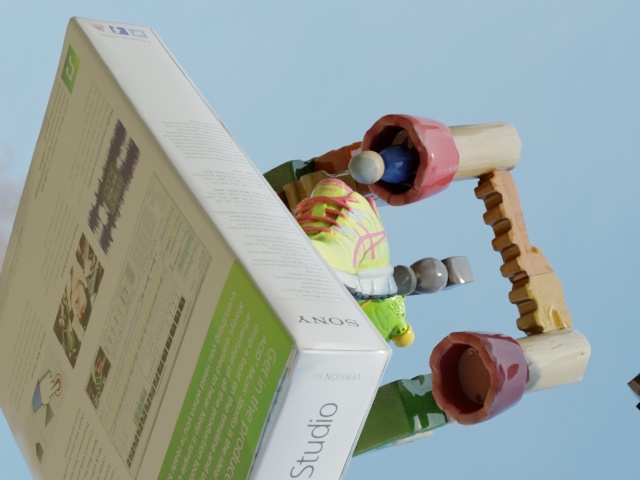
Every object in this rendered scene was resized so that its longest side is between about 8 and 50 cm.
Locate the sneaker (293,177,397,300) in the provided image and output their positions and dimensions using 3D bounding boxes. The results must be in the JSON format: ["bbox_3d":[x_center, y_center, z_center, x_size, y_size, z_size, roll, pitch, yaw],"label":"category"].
[{"bbox_3d":[0.000,0.000,1.459,0.081,0.208,0.094,-3,-91,15],"label":"sneaker"}]

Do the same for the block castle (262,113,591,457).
[{"bbox_3d":[0.017,0.072,1.925,0.453,0.213,0.303,-26,-104,47],"label":"block castle"}]

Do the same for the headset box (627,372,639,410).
[{"bbox_3d":[0.362,0.151,2.009,0.083,0.032,0.062,-39,-134,-2],"label":"headset box"}]

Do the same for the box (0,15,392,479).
[{"bbox_3d":[-0.086,0.059,1.010,0.322,0.058,0.232,55,-48,49],"label":"box"}]

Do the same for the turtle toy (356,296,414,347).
[{"bbox_3d":[0.031,0.083,2.040,0.130,0.095,0.066,-29,-147,-4],"label":"turtle toy"}]
